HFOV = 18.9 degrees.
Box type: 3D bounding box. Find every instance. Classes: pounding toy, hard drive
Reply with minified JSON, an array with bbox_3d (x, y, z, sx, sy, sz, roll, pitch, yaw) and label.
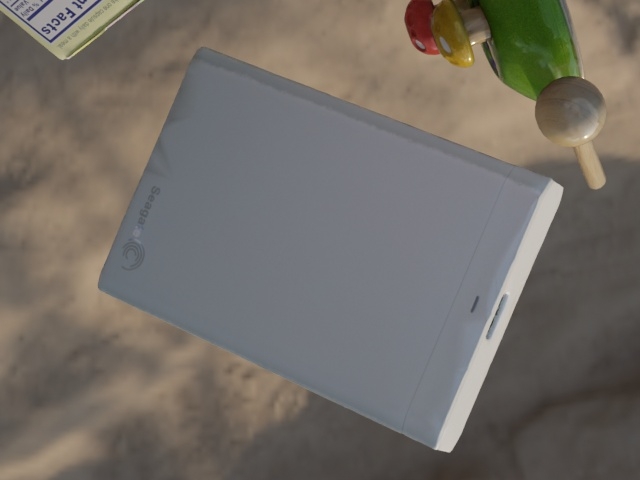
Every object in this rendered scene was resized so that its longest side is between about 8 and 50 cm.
[{"bbox_3d":[0.134,-0.152,1.503,0.110,0.237,0.183,-20,162,1],"label":"pounding toy"},{"bbox_3d":[0.000,0.000,1.399,0.307,0.203,0.040,23,180,28],"label":"hard drive"}]

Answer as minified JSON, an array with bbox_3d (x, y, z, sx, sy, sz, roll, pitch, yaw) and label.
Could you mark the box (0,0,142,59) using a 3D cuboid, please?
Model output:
[{"bbox_3d":[-0.164,-0.266,1.068,0.243,0.213,0.117,40,137,-20],"label":"box"}]
